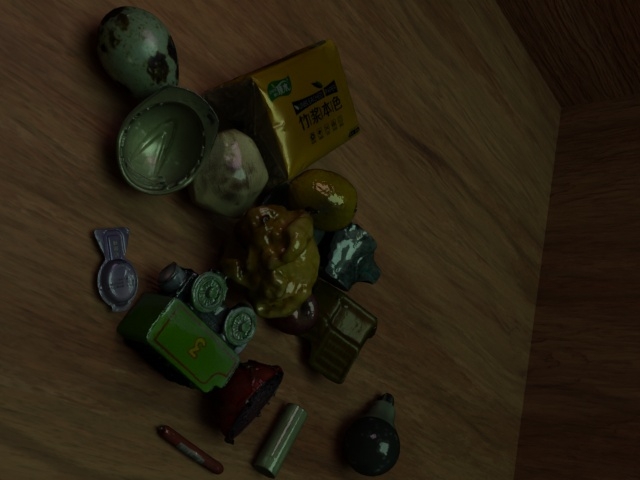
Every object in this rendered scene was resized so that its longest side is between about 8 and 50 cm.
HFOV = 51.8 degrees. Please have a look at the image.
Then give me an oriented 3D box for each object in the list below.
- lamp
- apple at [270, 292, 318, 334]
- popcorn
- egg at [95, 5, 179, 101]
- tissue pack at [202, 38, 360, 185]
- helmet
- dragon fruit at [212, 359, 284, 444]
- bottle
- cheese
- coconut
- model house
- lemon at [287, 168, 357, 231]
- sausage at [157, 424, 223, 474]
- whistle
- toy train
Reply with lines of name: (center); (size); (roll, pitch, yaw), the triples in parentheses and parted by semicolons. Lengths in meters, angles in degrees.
lamp: (0.166, 0.626, 2.138); (0.314, 0.181, 0.182); (-75, 148, -71)
apple: (-0.080, 0.194, 1.877); (0.153, 0.119, 0.154); (15, 70, -46)
popcorn: (-0.144, 0.048, 1.689); (0.280, 0.297, 0.316); (-23, 129, -31)
egg: (-0.408, -0.415, 1.497); (0.169, 0.169, 0.231); (-49, 125, -40)
tissue pack: (-0.092, -0.354, 1.824); (0.382, 0.228, 0.294); (-38, 118, -43)
helmet: (-0.363, -0.238, 1.538); (0.204, 0.137, 0.258); (36, 94, -24)
dragon fruit: (-0.214, 0.382, 1.687); (0.218, 0.148, 0.224); (-44, 163, -36)
bottle: (-0.110, 0.559, 1.846); (0.072, 0.072, 0.202); (56, 48, -30)
cheese: (-0.461, 0.066, 1.492); (0.105, 0.042, 0.191); (-5, 90, -51)
coconut: (-0.236, -0.162, 1.655); (0.224, 0.224, 0.225); (6, 83, -50)
model house: (0.035, 0.289, 2.000); (0.268, 0.173, 0.239); (36, 70, -7)
lemon: (0.005, -0.111, 1.781); (0.207, 0.170, 0.170); (19, 69, -13)
sausage: (-0.318, 0.521, 1.632); (0.253, 0.034, 0.034); (51, 51, -35)
whistle: (0.006, -0.003, 1.916); (0.404, 0.188, 0.168); (40, 78, -36)
toy train: (-0.304, 0.214, 1.574); (0.307, 0.173, 0.249); (52, 57, -34)
